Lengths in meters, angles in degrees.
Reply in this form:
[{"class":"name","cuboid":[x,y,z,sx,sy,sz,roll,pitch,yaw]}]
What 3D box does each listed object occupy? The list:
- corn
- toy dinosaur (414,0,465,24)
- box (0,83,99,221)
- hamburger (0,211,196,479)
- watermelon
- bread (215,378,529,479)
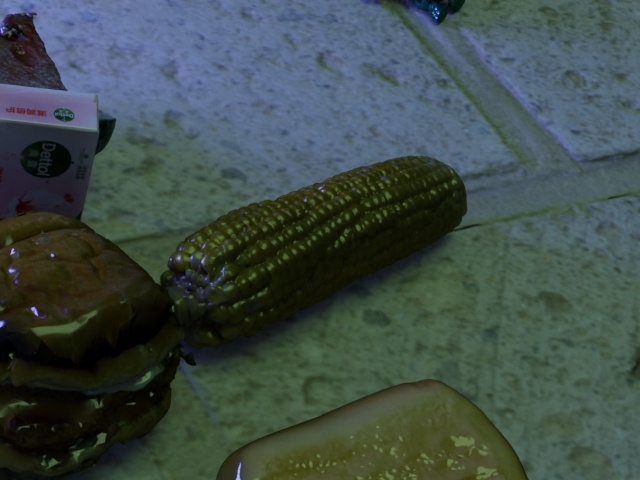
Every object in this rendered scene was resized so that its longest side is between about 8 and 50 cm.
[{"class":"corn","cuboid":[0.000,0.000,1.168,0.319,0.097,0.097,-23,56,-41]},{"class":"toy dinosaur","cuboid":[0.104,-0.279,1.541,0.096,0.059,0.132,29,49,18]},{"class":"box","cuboid":[-0.219,-0.056,1.110,0.089,0.125,0.043,4,44,-16]},{"class":"hamburger","cuboid":[-0.190,0.054,1.004,0.183,0.130,0.206,-18,51,-39]},{"class":"watermelon","cuboid":[-0.263,-0.111,1.183,0.121,0.098,0.158,-4,49,-46]},{"class":"bread","cuboid":[0.034,0.181,0.973,0.217,0.098,0.147,-13,51,-30]}]
